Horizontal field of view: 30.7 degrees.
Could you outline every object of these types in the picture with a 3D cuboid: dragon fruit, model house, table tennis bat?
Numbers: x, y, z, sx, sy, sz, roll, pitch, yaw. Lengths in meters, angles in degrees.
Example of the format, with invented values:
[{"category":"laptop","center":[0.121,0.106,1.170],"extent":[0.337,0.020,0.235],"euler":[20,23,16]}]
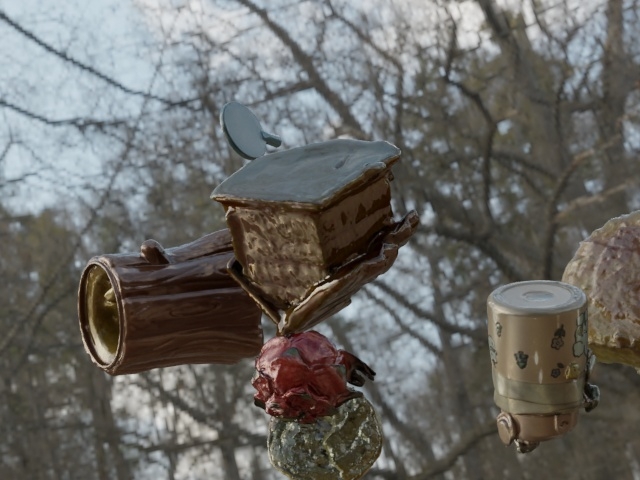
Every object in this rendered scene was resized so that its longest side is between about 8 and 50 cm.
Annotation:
[{"category":"dragon fruit","center":[-0.017,0.167,1.402],"extent":[0.121,0.130,0.142],"euler":[-54,-7,15]},{"category":"model house","center":[0.000,-0.002,1.578],"extent":[0.199,0.219,0.229],"euler":[-35,-52,-41]},{"category":"table tennis bat","center":[-0.113,-0.175,1.904],"extent":[0.019,0.100,0.155],"euler":[-24,-17,28]}]

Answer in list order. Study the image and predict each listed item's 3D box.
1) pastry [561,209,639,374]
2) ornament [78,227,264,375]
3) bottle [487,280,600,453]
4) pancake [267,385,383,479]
[{"category":"pastry","center":[0.472,0.075,1.690],"extent":[0.257,0.236,0.121],"euler":[2,-25,36]},{"category":"ornament","center":[-0.224,0.094,1.713],"extent":[0.217,0.235,0.221],"euler":[-6,-57,-33]},{"category":"bottle","center":[0.203,0.119,1.069],"extent":[0.098,0.152,0.099],"euler":[-6,15,2]},{"category":"pancake","center":[0.005,0.254,1.520],"extent":[0.158,0.158,0.028],"euler":[-16,-34,1]}]
